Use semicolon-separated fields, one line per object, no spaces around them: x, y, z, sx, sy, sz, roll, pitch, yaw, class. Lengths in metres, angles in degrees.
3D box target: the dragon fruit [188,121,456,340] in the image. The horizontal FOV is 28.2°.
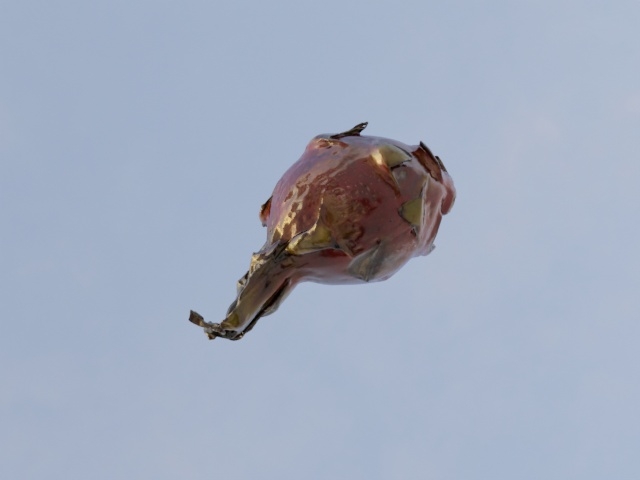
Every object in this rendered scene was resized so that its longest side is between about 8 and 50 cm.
0.000;0.000;1.013;0.246;0.125;0.125;-41;-106;-17;dragon fruit
